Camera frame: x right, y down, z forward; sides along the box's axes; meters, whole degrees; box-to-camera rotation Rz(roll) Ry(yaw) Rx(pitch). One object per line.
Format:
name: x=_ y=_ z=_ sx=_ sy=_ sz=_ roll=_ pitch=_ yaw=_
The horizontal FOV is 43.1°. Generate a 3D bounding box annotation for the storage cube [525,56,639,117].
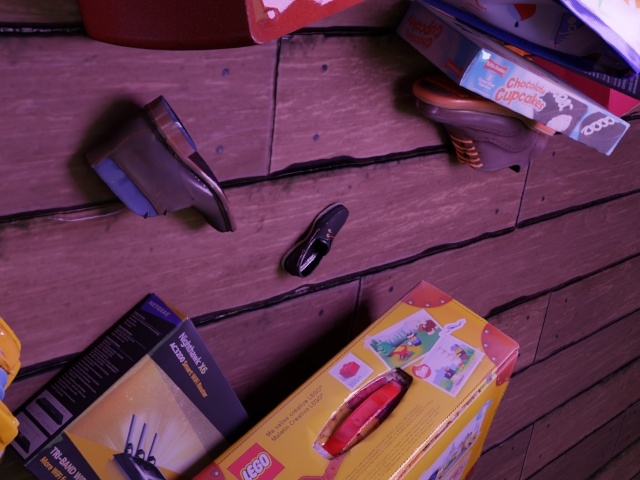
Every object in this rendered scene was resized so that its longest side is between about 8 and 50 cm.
storage cube: x=0.471 y=-0.337 z=1.387 sx=0.215 sy=0.183 sz=0.193 roll=-31 pitch=131 yaw=-33

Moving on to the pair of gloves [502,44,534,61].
pair of gloves: x=0.341 y=-0.294 z=1.361 sx=0.010 sy=0.074 sz=0.083 roll=-64 pitch=154 yaw=-52

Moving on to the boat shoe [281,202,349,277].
boat shoe: x=0.001 y=0.001 z=1.169 sx=0.133 sy=0.042 sz=0.049 roll=-48 pitch=136 yaw=-20

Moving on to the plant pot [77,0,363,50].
plant pot: x=-0.074 y=-0.318 z=0.742 sx=0.267 sy=0.235 sz=0.267 roll=-31 pitch=133 yaw=-28

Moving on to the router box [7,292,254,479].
router box: x=-0.220 y=0.256 z=1.032 sx=0.243 sy=0.081 sz=0.309 roll=-44 pitch=137 yaw=-23

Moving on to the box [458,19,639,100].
box: x=0.411 y=-0.428 z=1.149 sx=0.343 sy=0.312 sz=0.179 roll=-52 pitch=156 yaw=-13

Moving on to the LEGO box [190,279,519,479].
LEGO box: x=0.048 y=0.357 z=1.208 sx=0.500 sy=0.193 sz=0.373 roll=-36 pitch=148 yaw=-34

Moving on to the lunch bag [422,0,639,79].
lunch bag: x=0.270 y=-0.410 z=0.940 sx=0.328 sy=0.385 sz=0.239 roll=-60 pitch=174 yaw=-1

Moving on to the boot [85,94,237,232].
boot: x=-0.177 y=-0.063 z=0.935 sx=0.106 sy=0.082 sz=0.219 roll=-31 pitch=139 yaw=-4

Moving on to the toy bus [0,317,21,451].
toy bus: x=-0.355 y=0.164 z=0.737 sx=0.220 sy=0.211 sz=0.149 roll=-48 pitch=136 yaw=-21

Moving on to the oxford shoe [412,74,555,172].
oxford shoe: x=0.260 y=-0.173 z=1.295 sx=0.363 sy=0.130 sz=0.133 roll=5 pitch=116 yaw=-46

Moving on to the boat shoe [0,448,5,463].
boat shoe: x=-0.381 y=0.256 z=0.883 sx=0.049 sy=0.056 sz=0.152 roll=7 pitch=95 yaw=-44

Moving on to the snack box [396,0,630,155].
snack box: x=0.279 y=-0.232 z=1.167 sx=0.321 sy=0.187 sz=0.060 roll=16 pitch=115 yaw=-34
